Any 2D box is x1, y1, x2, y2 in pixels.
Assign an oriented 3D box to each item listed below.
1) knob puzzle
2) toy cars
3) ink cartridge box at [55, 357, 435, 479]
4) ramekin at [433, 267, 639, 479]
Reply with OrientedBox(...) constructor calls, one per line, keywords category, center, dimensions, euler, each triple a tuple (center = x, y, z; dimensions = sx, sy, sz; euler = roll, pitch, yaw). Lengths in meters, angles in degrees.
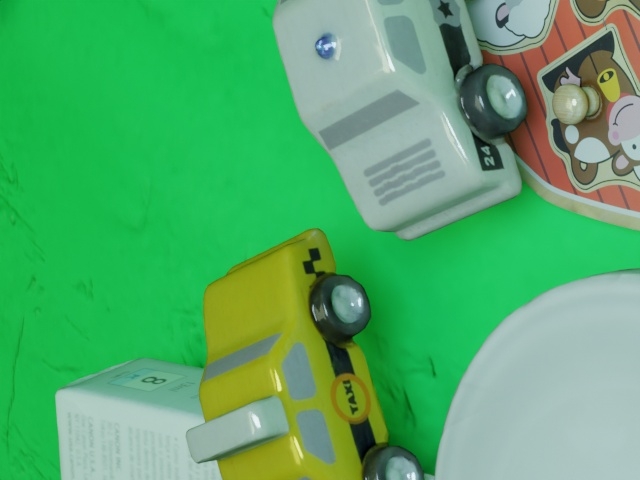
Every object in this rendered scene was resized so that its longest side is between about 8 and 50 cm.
OrientedBox(category="knob puzzle", center=(0.122, -0.093, 0.839), dimensions=(0.213, 0.030, 0.213), euler=(18, 114, 49))
OrientedBox(category="toy cars", center=(0.000, 0.000, 0.899), dimensions=(0.176, 0.087, 0.393), euler=(30, 117, 38))
OrientedBox(category="ink cartridge box", center=(0.014, 0.251, 1.065), dimensions=(0.385, 0.091, 0.308), euler=(8, 106, 34))
OrientedBox(category="ramekin", center=(0.180, 0.138, 0.746), dimensions=(0.273, 0.127, 0.273), euler=(18, 113, 49))
